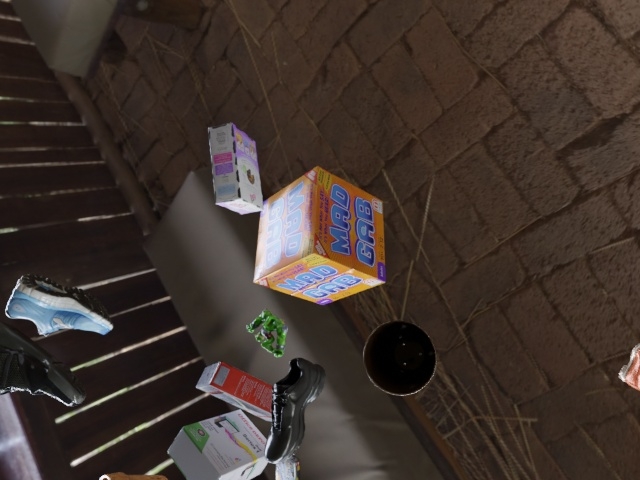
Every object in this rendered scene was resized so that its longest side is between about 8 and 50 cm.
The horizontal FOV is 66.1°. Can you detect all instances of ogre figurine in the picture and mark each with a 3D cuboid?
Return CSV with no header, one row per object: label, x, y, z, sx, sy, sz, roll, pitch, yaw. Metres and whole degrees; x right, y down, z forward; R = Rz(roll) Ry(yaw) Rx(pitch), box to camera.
ogre figurine,-0.191,0.343,1.866,0.118,0.096,0.197,-60,34,7

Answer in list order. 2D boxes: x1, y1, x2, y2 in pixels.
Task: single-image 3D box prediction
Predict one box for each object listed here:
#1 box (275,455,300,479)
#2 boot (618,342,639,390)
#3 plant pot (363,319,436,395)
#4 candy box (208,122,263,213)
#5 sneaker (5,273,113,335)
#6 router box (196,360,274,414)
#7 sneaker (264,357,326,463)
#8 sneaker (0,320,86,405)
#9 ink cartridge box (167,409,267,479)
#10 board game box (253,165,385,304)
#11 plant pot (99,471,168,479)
box,-0.101,0.723,1.522,0.093,0.027,0.137,12,106,45
boot,0.833,0.317,1.248,0.085,0.059,0.158,-125,35,-55
plant pot,0.264,0.363,1.547,0.215,0.230,0.216,-3,78,17
candy box,-0.215,-0.179,1.267,0.070,0.165,0.197,-9,81,12
sneaker,-0.389,0.109,0.737,0.073,0.162,0.063,-50,46,1
router box,-0.260,0.531,1.704,0.301,0.082,0.335,29,155,-11
sneaker,-0.093,0.451,1.335,0.109,0.130,0.287,-2,55,41
sneaker,-0.561,0.266,0.926,0.227,0.130,0.087,35,162,1
ink cartridge box,-0.310,0.678,1.581,0.201,0.278,0.117,39,104,28
board game box,0.000,0.000,1.909,0.356,0.356,0.357,-27,51,43
plant pot,-0.629,0.934,1.682,0.290,0.203,0.291,-6,82,52
